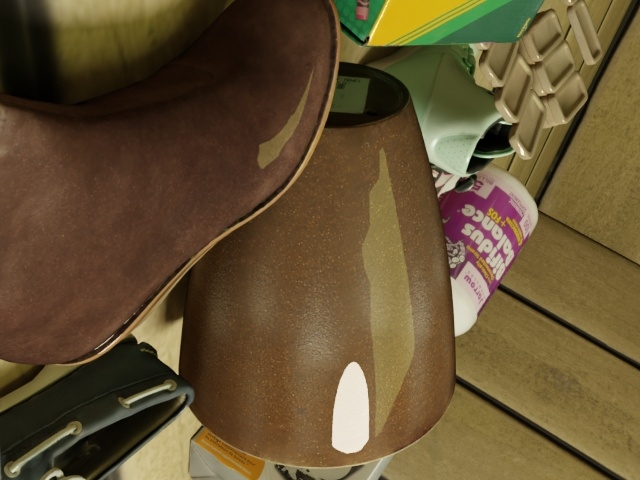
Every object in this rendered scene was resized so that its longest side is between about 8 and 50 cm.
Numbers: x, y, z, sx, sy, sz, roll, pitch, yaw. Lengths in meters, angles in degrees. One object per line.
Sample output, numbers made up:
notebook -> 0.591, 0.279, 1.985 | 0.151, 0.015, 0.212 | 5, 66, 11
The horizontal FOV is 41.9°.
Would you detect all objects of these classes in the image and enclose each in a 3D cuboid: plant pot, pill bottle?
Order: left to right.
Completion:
plant pot -> 0.000, 0.000, 0.591 | 0.215, 0.215, 0.230 | -42, 143, -47
pill bottle -> 0.185, 0.035, 1.244 | 0.301, 0.169, 0.169 | -53, 164, -23

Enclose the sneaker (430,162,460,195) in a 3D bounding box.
sneaker -> 0.131, -0.082, 1.079 | 0.178, 0.072, 0.077 | -56, 155, -43

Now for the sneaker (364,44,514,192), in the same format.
sneaker -> 0.137, -0.135, 0.807 | 0.256, 0.151, 0.094 | -44, 157, -47

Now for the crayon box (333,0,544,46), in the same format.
crayon box -> 0.109, -0.245, 0.457 | 0.165, 0.081, 0.278 | -15, 143, -44

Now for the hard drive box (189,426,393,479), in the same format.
hard drive box -> -0.008, 0.214, 0.954 | 0.232, 0.181, 0.089 | -48, 160, -38

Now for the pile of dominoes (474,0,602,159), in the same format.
pile of dominoes -> 0.149, -0.209, 0.690 | 0.040, 0.251, 0.196 | -10, -155, 45

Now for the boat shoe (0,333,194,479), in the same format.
boat shoe -> -0.174, 0.146, 0.490 | 0.254, 0.079, 0.095 | -39, 155, -51

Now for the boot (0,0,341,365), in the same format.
boot -> -0.085, -0.042, 0.393 | 0.248, 0.090, 0.207 | -57, 167, 5

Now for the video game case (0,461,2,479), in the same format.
video game case -> -0.209, 0.056, 0.194 | 0.275, 0.035, 0.248 | -28, 148, -40
